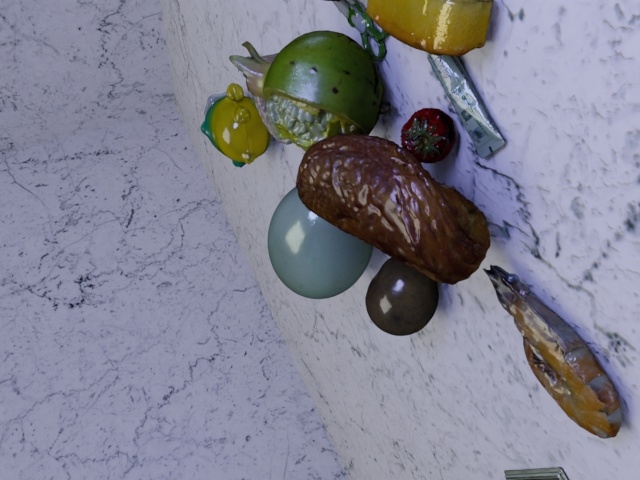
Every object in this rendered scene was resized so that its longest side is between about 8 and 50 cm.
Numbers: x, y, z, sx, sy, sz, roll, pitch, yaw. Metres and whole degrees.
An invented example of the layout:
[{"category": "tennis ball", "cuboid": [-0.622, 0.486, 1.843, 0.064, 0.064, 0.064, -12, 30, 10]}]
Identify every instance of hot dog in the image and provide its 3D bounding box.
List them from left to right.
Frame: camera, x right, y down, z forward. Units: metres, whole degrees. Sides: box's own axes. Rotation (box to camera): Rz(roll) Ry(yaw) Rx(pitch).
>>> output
[{"category": "hot dog", "cuboid": [0.124, -0.069, 0.929, 0.387, 0.174, 0.267, 31, -179, 43]}]

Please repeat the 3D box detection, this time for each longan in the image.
[{"category": "longan", "cuboid": [0.182, 0.120, 1.149, 0.167, 0.167, 0.187, 45, 140, 50]}]

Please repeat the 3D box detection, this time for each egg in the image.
[{"category": "egg", "cuboid": [0.000, 0.000, 1.350, 0.276, 0.276, 0.389, 58, 157, 30]}]

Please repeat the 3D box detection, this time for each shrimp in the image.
[{"category": "shrimp", "cuboid": [0.368, 0.179, 0.858, 0.317, 0.062, 0.164, 58, 162, 22]}]

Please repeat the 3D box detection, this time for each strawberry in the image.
[{"category": "strawberry", "cuboid": [0.190, -0.185, 0.922, 0.106, 0.106, 0.106, 54, 157, 37]}]

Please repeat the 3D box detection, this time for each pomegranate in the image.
[{"category": "pomegranate", "cuboid": [-0.024, -0.311, 1.069, 0.340, 0.260, 0.260, 27, 153, 4]}]

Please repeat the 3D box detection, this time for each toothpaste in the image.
[{"category": "toothpaste", "cuboid": [0.228, -0.238, 0.839, 0.218, 0.041, 0.064, 63, 155, 5]}]

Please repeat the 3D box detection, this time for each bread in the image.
[{"category": "bread", "cuboid": [0.161, -0.357, 0.803, 0.245, 0.102, 0.094, 49, 146, 42]}]

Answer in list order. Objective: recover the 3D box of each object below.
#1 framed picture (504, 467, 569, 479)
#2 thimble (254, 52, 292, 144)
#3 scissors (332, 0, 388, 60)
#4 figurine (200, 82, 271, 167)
[{"category": "framed picture", "cuboid": [0.492, 0.600, 1.028, 0.296, 0.019, 0.232, 62, 160, 19]}, {"category": "thimble", "cuboid": [-0.078, -0.383, 1.369, 0.229, 0.148, 0.196, 58, 157, 23]}, {"category": "scissors", "cuboid": [0.074, -0.453, 1.046, 0.204, 0.027, 0.101, 56, 157, 28]}, {"category": "figurine", "cuboid": [-0.300, -0.401, 1.836, 0.340, 0.231, 0.324, -133, 33, -59]}]
